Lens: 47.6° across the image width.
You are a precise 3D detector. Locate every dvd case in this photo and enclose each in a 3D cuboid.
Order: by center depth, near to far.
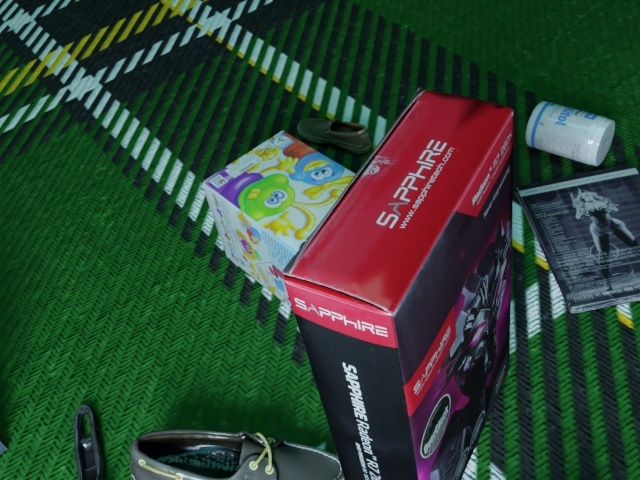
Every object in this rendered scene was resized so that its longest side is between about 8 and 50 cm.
[{"bbox_3d":[0.365,-0.009,0.935,0.164,0.018,0.221,-11,46,2],"label":"dvd case"}]

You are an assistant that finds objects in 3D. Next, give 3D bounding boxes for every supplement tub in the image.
[{"bbox_3d":[0.357,-0.154,1.042,0.107,0.071,0.071,23,55,31],"label":"supplement tub"}]

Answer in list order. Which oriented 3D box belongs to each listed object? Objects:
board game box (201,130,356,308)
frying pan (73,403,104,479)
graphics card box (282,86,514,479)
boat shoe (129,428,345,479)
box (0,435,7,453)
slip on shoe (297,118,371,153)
[{"bbox_3d":[0.000,0.000,0.915,0.142,0.144,0.275,-37,50,-23],"label":"board game box"},{"bbox_3d":[-0.204,0.301,0.738,0.197,0.053,0.326,-3,48,7],"label":"frying pan"},{"bbox_3d":[0.093,0.085,0.653,0.094,0.371,0.233,16,50,26],"label":"graphics card box"},{"bbox_3d":[-0.081,0.234,0.739,0.227,0.069,0.081,0,33,0],"label":"boat shoe"},{"bbox_3d":[-0.468,0.140,0.850,0.059,0.183,0.232,-33,50,-19],"label":"box"},{"bbox_3d":[0.020,-0.176,1.154,0.135,0.041,0.051,25,56,31],"label":"slip on shoe"}]
